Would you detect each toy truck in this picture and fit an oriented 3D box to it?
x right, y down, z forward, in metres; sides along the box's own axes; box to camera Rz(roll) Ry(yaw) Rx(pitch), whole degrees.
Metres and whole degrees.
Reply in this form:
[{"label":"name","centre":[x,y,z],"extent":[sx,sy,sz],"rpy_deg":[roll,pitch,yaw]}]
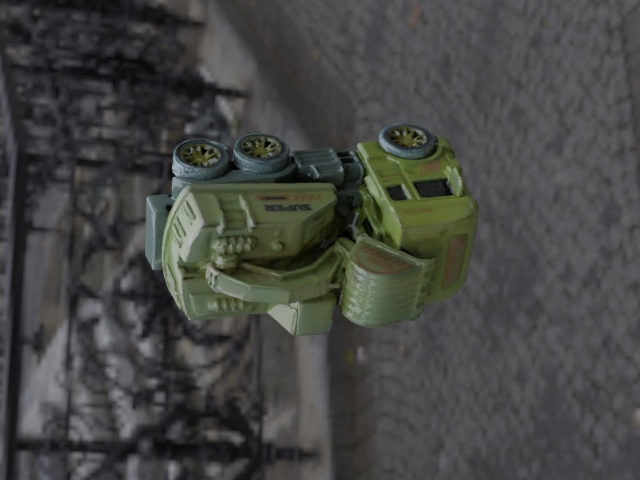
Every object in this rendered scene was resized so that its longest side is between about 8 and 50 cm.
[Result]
[{"label":"toy truck","centre":[0.000,0.000,0.847],"extent":[0.116,0.191,0.085],"rpy_deg":[-117,28,-48]}]
